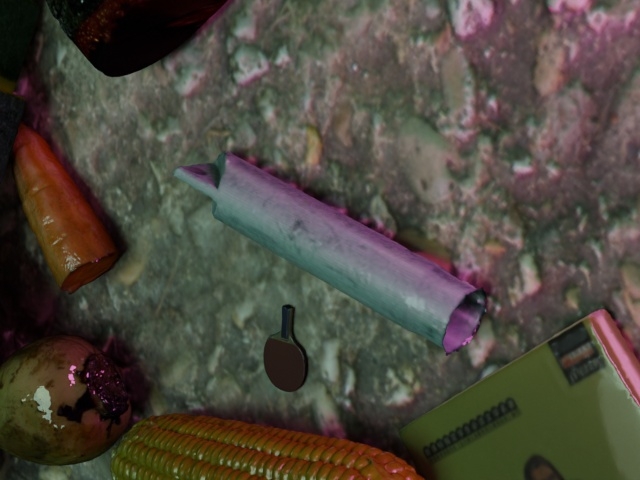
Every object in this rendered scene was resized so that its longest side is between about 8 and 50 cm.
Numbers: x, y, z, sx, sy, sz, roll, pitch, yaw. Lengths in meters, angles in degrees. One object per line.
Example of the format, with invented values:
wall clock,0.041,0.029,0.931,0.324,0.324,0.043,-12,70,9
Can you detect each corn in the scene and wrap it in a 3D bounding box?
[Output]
corn,-0.056,0.228,1.121,0.344,0.131,0.131,2,101,42

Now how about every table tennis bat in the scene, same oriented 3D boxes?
table tennis bat,-0.032,0.100,1.154,0.050,0.007,0.083,16,112,35

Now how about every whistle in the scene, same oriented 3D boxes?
whistle,0.000,0.000,1.073,0.312,0.062,0.062,29,116,30

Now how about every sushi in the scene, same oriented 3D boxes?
sushi,-0.156,-0.249,1.096,0.225,0.136,0.126,-37,74,44

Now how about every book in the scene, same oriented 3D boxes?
book,0.220,0.258,0.973,0.239,0.035,0.352,-39,75,40

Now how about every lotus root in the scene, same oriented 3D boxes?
lotus root,-0.282,0.170,1.291,0.214,0.138,0.138,-20,87,43

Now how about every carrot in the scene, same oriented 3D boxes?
carrot,-0.275,-0.048,1.283,0.072,0.072,0.205,-43,67,36

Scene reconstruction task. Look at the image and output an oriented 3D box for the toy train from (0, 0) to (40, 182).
toy train,-0.449,-0.108,1.281,0.272,0.179,0.442,18,89,34
